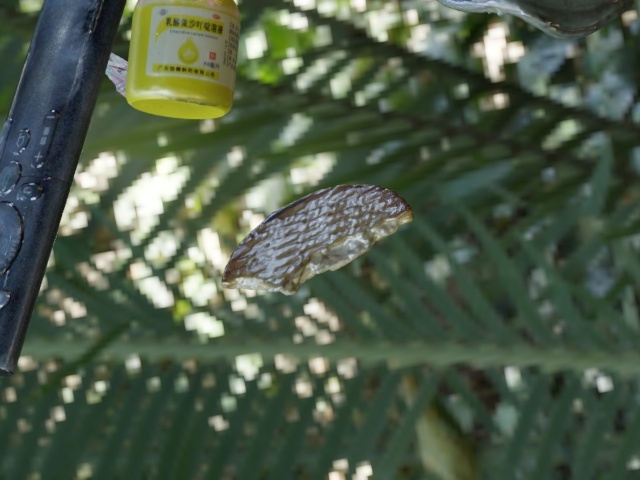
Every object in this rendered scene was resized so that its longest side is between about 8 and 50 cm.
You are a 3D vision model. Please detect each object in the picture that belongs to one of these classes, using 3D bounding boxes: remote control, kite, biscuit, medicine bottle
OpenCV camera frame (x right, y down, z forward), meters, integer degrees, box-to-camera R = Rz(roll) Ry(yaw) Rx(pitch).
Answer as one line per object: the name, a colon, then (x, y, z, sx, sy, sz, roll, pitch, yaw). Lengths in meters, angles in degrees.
remote control: (-0.244, -0.065, 1.509, 0.107, 0.044, 0.378, -8, 61, 48)
kite: (-0.284, -0.224, 2.260, 0.152, 0.005, 0.137, 12, 150, 42)
biscuit: (0.000, 0.001, 2.101, 0.031, 0.228, 0.176, 62, -147, -37)
medicine bottle: (-0.149, -0.250, 1.983, 0.122, 0.121, 0.213, 113, 162, -83)

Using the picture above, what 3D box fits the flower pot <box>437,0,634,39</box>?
flower pot: (0.218, -0.355, 1.757, 0.302, 0.301, 0.213, -105, 27, -54)
